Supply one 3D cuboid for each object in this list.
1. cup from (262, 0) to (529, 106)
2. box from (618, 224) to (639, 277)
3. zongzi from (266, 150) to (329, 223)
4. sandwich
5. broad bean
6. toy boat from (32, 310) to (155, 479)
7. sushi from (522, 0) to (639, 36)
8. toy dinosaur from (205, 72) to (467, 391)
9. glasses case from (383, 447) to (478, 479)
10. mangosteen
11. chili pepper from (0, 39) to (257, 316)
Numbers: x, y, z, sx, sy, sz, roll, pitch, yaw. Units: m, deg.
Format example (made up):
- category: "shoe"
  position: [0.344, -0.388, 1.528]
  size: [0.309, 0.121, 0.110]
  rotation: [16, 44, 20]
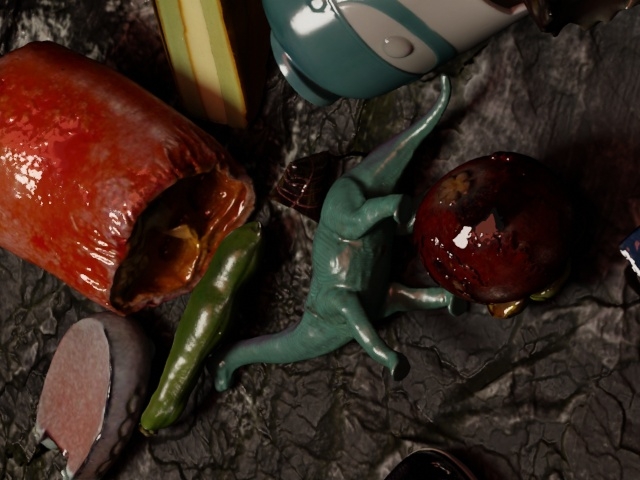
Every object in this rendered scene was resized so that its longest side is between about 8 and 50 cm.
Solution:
- category: "cup"
  position: [0.078, -0.302, 1.891]
  size: [0.258, 0.219, 0.289]
  rotation: [-29, 44, 31]
- category: "box"
  position: [0.465, 0.022, 1.665]
  size: [0.279, 0.116, 0.261]
  rotation: [-43, 65, 28]
- category: "zongzi"
  position: [-0.031, -0.058, 2.048]
  size: [0.074, 0.067, 0.083]
  rotation: [9, 112, 27]
- category: "sandwich"
  position: [-0.140, -0.228, 2.067]
  size: [0.117, 0.144, 0.187]
  rotation: [16, 99, 36]
- category: "broad bean"
  position: [-0.143, 0.105, 2.093]
  size: [0.318, 0.056, 0.098]
  rotation: [-58, 25, 24]
- category: "toy boat"
  position: [-0.263, 0.187, 2.201]
  size: [0.155, 0.085, 0.227]
  rotation: [49, 124, 43]
- category: "sushi"
  position: [0.273, -0.385, 1.690]
  size: [0.300, 0.281, 0.294]
  rotation: [-23, 73, 2]
- category: "toy dinosaur"
  position: [0.000, 0.000, 2.010]
  size: [0.331, 0.129, 0.383]
  rotation: [8, 94, 43]
- category: "glasses case"
  position: [0.066, 0.359, 1.967]
  size: [0.122, 0.075, 0.314]
  rotation: [45, 114, 24]
- category: "mangosteen"
  position: [0.188, -0.003, 1.836]
  size: [0.166, 0.180, 0.166]
  rotation: [-22, 49, 28]
- category: "chili pepper"
  position: [-0.259, -0.063, 2.103]
  size: [0.305, 0.229, 0.251]
  rotation: [33, 92, 31]
